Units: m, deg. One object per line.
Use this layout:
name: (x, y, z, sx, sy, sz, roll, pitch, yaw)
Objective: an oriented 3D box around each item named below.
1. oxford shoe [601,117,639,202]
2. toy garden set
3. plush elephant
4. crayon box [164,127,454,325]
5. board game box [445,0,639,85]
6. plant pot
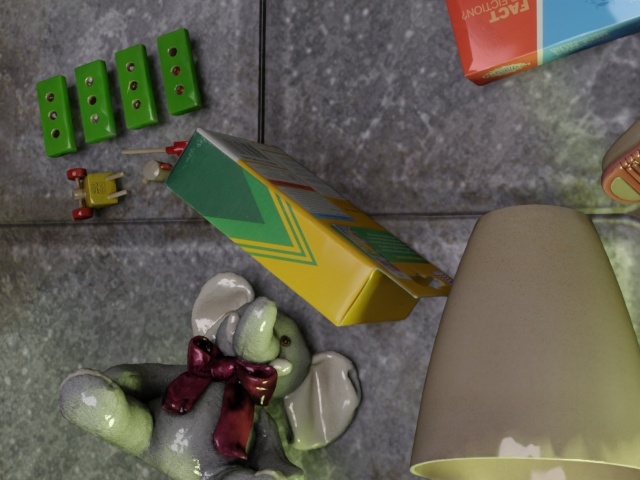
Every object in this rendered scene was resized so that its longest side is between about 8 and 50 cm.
oxford shoe: (0.431, -0.171, 1.139, 0.348, 0.123, 0.130, -37, 47, 20)
toy garden set: (-0.259, -0.149, 1.474, 0.244, 0.049, 0.204, -15, 80, 23)
plush elephant: (-0.101, 0.171, 1.287, 0.271, 0.330, 0.255, 28, 77, 10)
crayon box: (0.000, 0.000, 1.260, 0.323, 0.203, 0.083, 37, 103, 22)
board game box: (0.245, -0.365, 1.240, 0.242, 0.064, 0.317, -17, 81, 23)
plant pot: (0.225, 0.110, 1.149, 0.256, 0.256, 0.274, -5, 70, 24)
